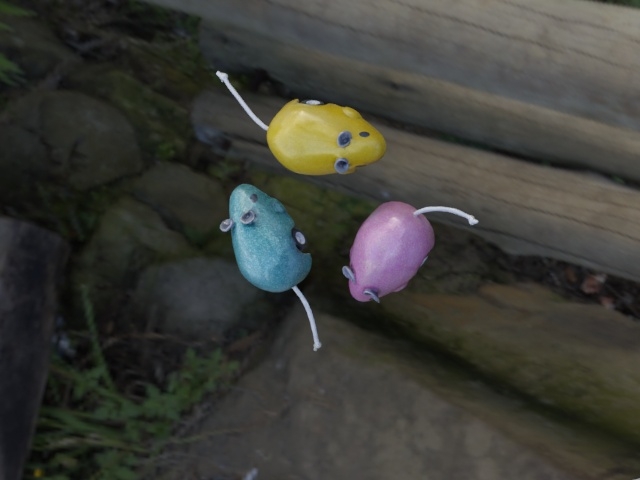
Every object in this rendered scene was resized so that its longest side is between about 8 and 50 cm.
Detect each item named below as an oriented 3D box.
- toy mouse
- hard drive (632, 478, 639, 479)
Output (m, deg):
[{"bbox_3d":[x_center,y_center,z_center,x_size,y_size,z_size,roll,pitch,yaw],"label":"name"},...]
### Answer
[{"bbox_3d":[0.000,0.000,0.704,0.161,0.031,0.143,18,113,18],"label":"toy mouse"},{"bbox_3d":[0.099,0.271,0.643,0.233,0.353,0.047,-14,35,-6],"label":"hard drive"}]
